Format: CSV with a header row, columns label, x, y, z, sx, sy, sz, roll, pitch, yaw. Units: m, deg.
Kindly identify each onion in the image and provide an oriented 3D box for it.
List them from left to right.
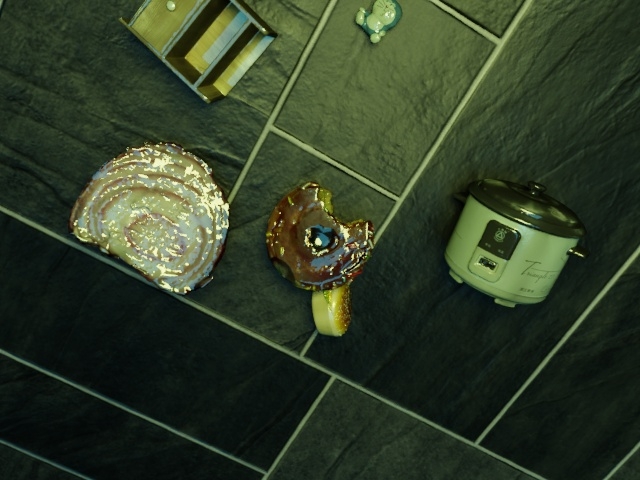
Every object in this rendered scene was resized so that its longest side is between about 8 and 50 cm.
label,x,y,z,sx,sy,sz,roll,pitch,yaw
onion,-0.334,-0.052,1.132,0.314,0.146,0.280,36,83,-11

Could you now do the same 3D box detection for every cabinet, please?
label,x,y,z,sx,sy,sz,roll,pitch,yaw
cabinet,-0.224,-0.400,0.985,0.215,0.148,0.175,42,106,-12

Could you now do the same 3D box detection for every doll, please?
label,x,y,z,sx,sy,sz,roll,pitch,yaw
doll,0.114,-0.432,1.016,0.083,0.050,0.076,-41,86,16

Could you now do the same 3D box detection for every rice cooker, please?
label,x,y,z,sx,sy,sz,roll,pitch,yaw
rice cooker,0.387,-0.011,1.061,0.280,0.241,0.227,32,117,29

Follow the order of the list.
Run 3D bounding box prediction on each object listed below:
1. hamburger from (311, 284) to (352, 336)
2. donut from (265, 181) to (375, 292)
label,x,y,z,sx,sy,sz,roll,pitch,yaw
hamburger,0.031,0.146,1.191,0.081,0.126,0.141,-9,85,16
donut,-0.001,-0.001,1.125,0.230,0.096,0.216,26,94,7
